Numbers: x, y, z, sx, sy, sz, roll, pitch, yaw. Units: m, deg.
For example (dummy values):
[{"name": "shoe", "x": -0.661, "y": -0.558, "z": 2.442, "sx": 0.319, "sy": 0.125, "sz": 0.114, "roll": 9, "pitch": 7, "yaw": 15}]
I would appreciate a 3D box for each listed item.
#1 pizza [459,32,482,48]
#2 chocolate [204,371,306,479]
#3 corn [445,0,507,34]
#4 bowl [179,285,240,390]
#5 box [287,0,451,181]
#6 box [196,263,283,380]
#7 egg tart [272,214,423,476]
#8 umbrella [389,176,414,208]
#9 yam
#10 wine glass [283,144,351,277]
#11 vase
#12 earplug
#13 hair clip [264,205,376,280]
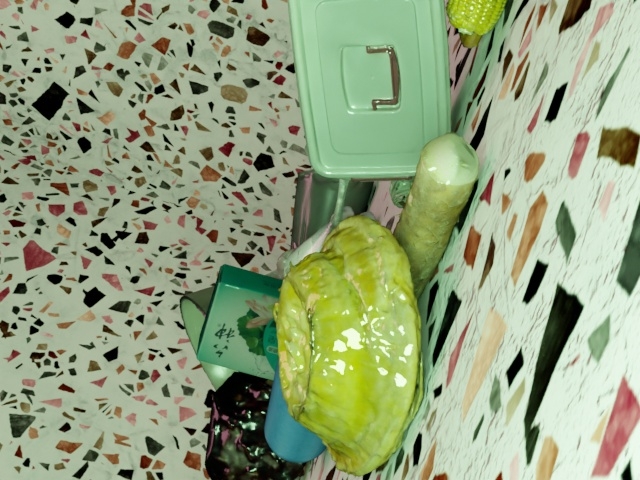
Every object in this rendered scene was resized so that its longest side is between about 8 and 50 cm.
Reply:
[{"name": "pizza", "x": 0.221, "y": -0.346, "z": 1.346, "sx": 0.176, "sy": 0.036, "sz": 0.184, "roll": -95, "pitch": 21, "yaw": -83}, {"name": "chocolate", "x": -0.066, "y": 0.356, "z": 1.757, "sx": 0.177, "sy": 0.206, "sz": 0.224, "roll": 2, "pitch": 82, "yaw": 40}, {"name": "corn", "x": 0.213, "y": -0.346, "z": 1.214, "sx": 0.072, "sy": 0.072, "sz": 0.203, "roll": -81, "pitch": 10, "yaw": -61}, {"name": "bowl", "x": -0.139, "y": 0.233, "z": 2.144, "sx": 0.185, "sy": 0.354, "sz": 0.354, "roll": -29, "pitch": -12, "yaw": -19}, {"name": "box", "x": 0.077, "y": -0.238, "z": 1.292, "sx": 0.167, "sy": 0.193, "sz": 0.294, "roll": -69, "pitch": -25, "yaw": -56}, {"name": "box", "x": -0.075, "y": 0.153, "z": 1.711, "sx": 0.092, "sy": 0.245, "sz": 0.153, "roll": -95, "pitch": 21, "yaw": -70}, {"name": "egg tart", "x": 0.016, "y": 0.116, "z": 1.113, "sx": 0.290, "sy": 0.115, "sz": 0.290, "roll": -177, "pitch": 90, "yaw": -73}, {"name": "umbrella", "x": 0.127, "y": -0.113, "z": 1.441, "sx": 0.067, "sy": 0.062, "sz": 0.143, "roll": 48, "pitch": -134, "yaw": -57}, {"name": "yam", "x": 0.097, "y": 0.026, "z": 1.164, "sx": 0.081, "sy": 0.081, "sz": 0.356, "roll": -77, "pitch": 5, "yaw": -45}, {"name": "wine glass", "x": 0.027, "y": -0.036, "z": 1.450, "sx": 0.156, "sy": 0.156, "sz": 0.232, "roll": -78, "pitch": -3, "yaw": -51}, {"name": "vase", "x": 0.000, "y": 0.000, "z": 2.070, "sx": 0.251, "sy": 0.156, "sz": 0.300, "roll": -157, "pitch": 78, "yaw": -69}, {"name": "earplug", "x": -0.017, "y": 0.234, "z": 1.497, "sx": 0.132, "sy": 0.132, "sz": 0.273, "roll": -77, "pitch": 3, "yaw": -47}, {"name": "hair clip", "x": -0.008, "y": 0.026, "z": 1.800, "sx": 0.257, "sy": 0.075, "sz": 0.146, "roll": -43, "pitch": -26, "yaw": -16}]
